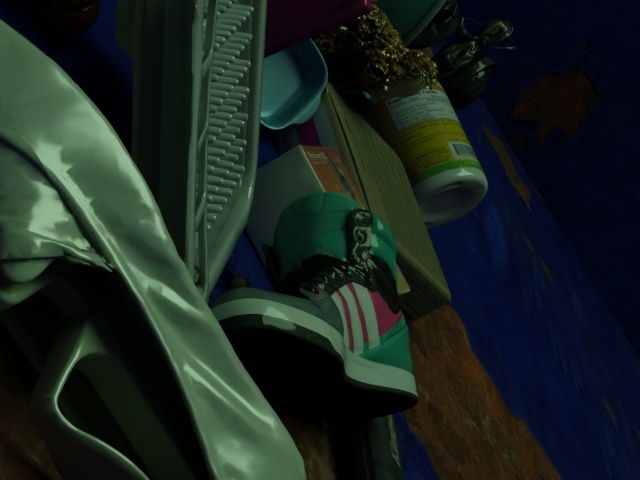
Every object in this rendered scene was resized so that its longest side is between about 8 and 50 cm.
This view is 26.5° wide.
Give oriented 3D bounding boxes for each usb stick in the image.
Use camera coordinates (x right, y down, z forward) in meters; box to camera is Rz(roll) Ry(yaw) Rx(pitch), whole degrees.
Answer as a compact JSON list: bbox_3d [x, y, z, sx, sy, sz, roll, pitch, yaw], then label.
[{"bbox_3d":[0.047,0.186,1.258,0.077,0.045,0.278,49,19,-31],"label":"usb stick"}]

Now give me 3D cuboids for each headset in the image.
[{"bbox_3d":[0.160,-0.295,2.107,0.243,0.185,0.394,60,-23,-16],"label":"headset"}]

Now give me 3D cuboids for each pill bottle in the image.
[{"bbox_3d":[0.132,-0.151,1.942,0.136,0.136,0.245,32,32,-59],"label":"pill bottle"}]

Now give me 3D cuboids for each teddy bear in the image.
[{"bbox_3d":[-0.001,-0.281,1.595,0.338,0.113,0.245,37,2,3],"label":"teddy bear"}]

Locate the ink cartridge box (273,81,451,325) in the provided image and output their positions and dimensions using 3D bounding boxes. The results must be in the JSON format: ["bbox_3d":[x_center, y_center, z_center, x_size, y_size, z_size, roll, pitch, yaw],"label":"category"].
[{"bbox_3d":[0.045,-0.040,1.570,0.193,0.088,0.234,40,26,-47],"label":"ink cartridge box"}]

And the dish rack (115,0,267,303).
[{"bbox_3d":[-0.101,-0.110,1.089,0.333,0.072,0.285,-69,163,-70],"label":"dish rack"}]

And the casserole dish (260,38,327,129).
[{"bbox_3d":[-0.071,-0.209,1.505,0.188,0.114,0.037,52,-22,-24],"label":"casserole dish"}]

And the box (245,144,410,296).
[{"bbox_3d":[0.000,0.000,1.355,0.170,0.091,0.130,62,16,5],"label":"box"}]

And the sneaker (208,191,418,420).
[{"bbox_3d":[-0.010,0.038,1.135,0.295,0.124,0.178,33,43,-59],"label":"sneaker"}]

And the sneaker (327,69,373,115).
[{"bbox_3d":[-0.007,-0.195,1.691,0.097,0.084,0.235,61,15,12],"label":"sneaker"}]

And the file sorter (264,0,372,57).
[{"bbox_3d":[-0.108,-0.343,1.350,0.182,0.202,0.290,19,53,-64],"label":"file sorter"}]

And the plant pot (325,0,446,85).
[{"bbox_3d":[0.027,-0.396,1.860,0.255,0.272,0.271,40,22,-17],"label":"plant pot"}]

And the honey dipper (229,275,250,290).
[{"bbox_3d":[-0.028,0.085,1.233,0.160,0.030,0.030,49,19,-31],"label":"honey dipper"}]

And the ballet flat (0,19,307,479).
[{"bbox_3d":[-0.145,0.042,0.806,0.400,0.139,0.139,58,16,-12],"label":"ballet flat"}]

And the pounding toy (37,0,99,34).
[{"bbox_3d":[-0.186,-0.250,1.149,0.237,0.183,0.110,-99,-179,-60],"label":"pounding toy"}]
